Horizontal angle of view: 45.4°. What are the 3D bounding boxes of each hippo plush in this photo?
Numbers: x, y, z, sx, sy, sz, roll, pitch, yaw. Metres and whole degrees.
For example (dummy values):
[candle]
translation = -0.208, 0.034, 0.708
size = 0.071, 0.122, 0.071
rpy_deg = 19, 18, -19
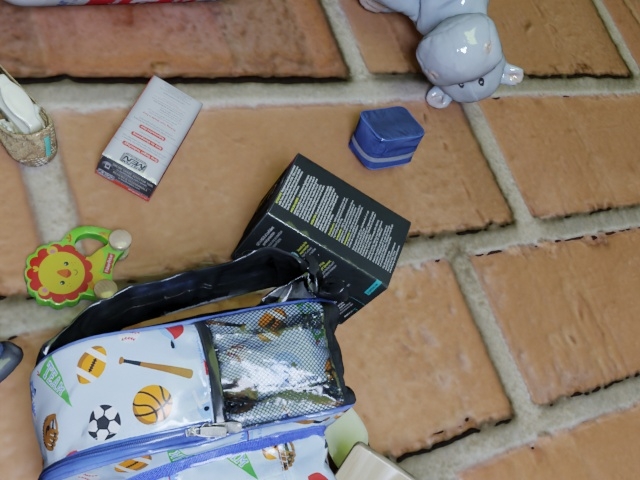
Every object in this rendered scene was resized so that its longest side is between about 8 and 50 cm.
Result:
[hippo plush]
translation = 0.177, -0.323, 1.166
size = 0.294, 0.234, 0.237
rpy_deg = 14, 68, -72

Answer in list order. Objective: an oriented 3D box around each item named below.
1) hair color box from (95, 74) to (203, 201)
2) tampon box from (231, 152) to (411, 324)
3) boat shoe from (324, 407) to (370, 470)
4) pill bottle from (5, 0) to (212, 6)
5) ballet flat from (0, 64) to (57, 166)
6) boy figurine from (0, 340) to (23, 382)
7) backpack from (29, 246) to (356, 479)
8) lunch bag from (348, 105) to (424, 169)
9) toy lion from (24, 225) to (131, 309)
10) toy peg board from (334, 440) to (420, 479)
[hair color box]
translation = -0.201, -0.123, 0.907
size = 0.072, 0.043, 0.141
rpy_deg = 30, 52, -12
[tampon box]
translation = 0.000, 0.000, 0.901
size = 0.161, 0.120, 0.101
rpy_deg = 32, 53, -10
[boat shoe]
translation = 0.036, 0.241, 0.840
size = 0.049, 0.042, 0.133
rpy_deg = -22, 75, -15
[pill bottle]
translation = -0.274, -0.395, 0.900
size = 0.407, 0.229, 0.229
rpy_deg = -14, 72, -34
[ballet flat]
translation = -0.359, -0.171, 0.830
size = 0.206, 0.067, 0.073
rpy_deg = 44, 53, -1
[boy figurine]
translation = -0.345, 0.009, 0.608
size = 0.092, 0.177, 0.285
rpy_deg = -48, 135, -34
[backpack]
translation = -0.118, 0.157, 0.680
size = 0.263, 0.276, 0.213
rpy_deg = -1, 63, -15
[lunch bag]
translation = 0.093, -0.141, 1.069
size = 0.098, 0.065, 0.067
rpy_deg = -12, 55, -32
[toy lion]
translation = -0.256, 0.027, 0.803
size = 0.096, 0.034, 0.100
rpy_deg = 16, 57, -12
[toy peg board]
translation = 0.064, 0.302, 0.770
size = 0.160, 0.079, 0.161
rpy_deg = 33, 96, 5
